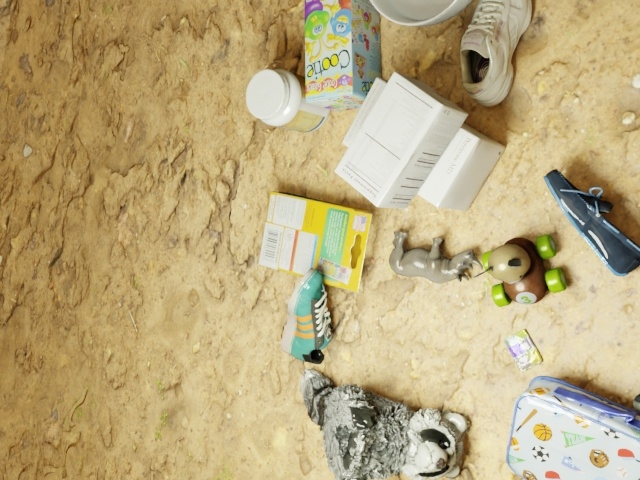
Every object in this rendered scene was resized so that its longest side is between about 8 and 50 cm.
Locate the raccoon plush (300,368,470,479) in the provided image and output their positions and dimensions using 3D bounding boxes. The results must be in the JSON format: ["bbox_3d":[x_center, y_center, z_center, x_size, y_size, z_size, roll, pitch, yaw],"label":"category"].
[{"bbox_3d":[0.158,0.413,1.697,0.446,0.299,0.216,-121,38,-56],"label":"raccoon plush"}]

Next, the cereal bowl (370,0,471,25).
[{"bbox_3d":[0.256,-0.658,1.593,0.339,0.141,0.338,11,106,43],"label":"cereal bowl"}]

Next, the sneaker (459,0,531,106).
[{"bbox_3d":[0.375,-0.452,1.524,0.114,0.152,0.305,10,94,36],"label":"sneaker"}]

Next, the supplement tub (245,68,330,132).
[{"bbox_3d":[-0.081,-0.359,1.804,0.144,0.200,0.144,-1,89,34],"label":"supplement tub"}]

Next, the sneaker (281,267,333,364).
[{"bbox_3d":[-0.015,0.197,1.783,0.121,0.108,0.302,25,134,15],"label":"sneaker"}]

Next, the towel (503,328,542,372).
[{"bbox_3d":[0.449,0.244,1.555,0.060,0.009,0.083,-35,71,30],"label":"towel"}]

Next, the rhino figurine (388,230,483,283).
[{"bbox_3d":[0.266,0.045,1.644,0.243,0.073,0.106,11,92,33],"label":"rhino figurine"}]

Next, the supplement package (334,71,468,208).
[{"bbox_3d":[0.166,-0.202,1.461,0.139,0.134,0.244,43,113,26],"label":"supplement package"}]

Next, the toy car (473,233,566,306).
[{"bbox_3d":[0.405,0.066,1.478,0.155,0.188,0.148,-20,78,33],"label":"toy car"}]

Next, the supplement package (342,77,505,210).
[{"bbox_3d":[0.234,-0.218,1.603,0.293,0.175,0.177,38,109,28],"label":"supplement package"}]

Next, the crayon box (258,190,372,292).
[{"bbox_3d":[0.000,0.000,1.818,0.323,0.083,0.203,15,98,34],"label":"crayon box"}]

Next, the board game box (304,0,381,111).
[{"bbox_3d":[0.056,-0.477,1.746,0.142,0.144,0.275,-2,88,35],"label":"board game box"}]

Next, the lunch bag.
[{"bbox_3d":[0.534,0.414,1.405,0.303,0.115,0.243,19,117,32],"label":"lunch bag"}]

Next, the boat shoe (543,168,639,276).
[{"bbox_3d":[0.564,-0.050,1.439,0.089,0.109,0.258,-39,85,20],"label":"boat shoe"}]

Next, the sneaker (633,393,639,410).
[{"bbox_3d":[0.716,0.282,1.330,0.228,0.087,0.130,-3,86,31],"label":"sneaker"}]
